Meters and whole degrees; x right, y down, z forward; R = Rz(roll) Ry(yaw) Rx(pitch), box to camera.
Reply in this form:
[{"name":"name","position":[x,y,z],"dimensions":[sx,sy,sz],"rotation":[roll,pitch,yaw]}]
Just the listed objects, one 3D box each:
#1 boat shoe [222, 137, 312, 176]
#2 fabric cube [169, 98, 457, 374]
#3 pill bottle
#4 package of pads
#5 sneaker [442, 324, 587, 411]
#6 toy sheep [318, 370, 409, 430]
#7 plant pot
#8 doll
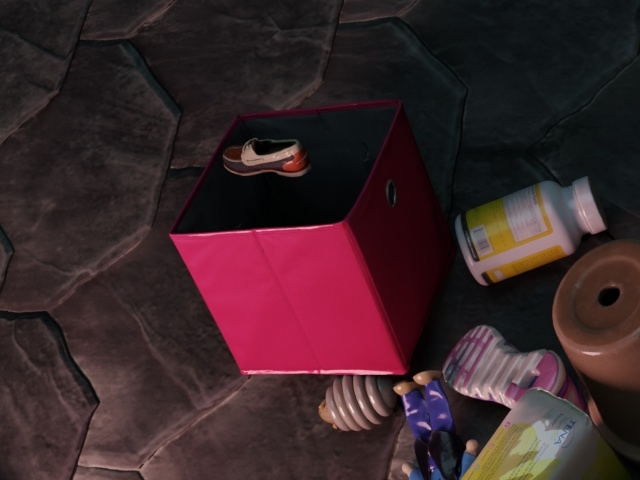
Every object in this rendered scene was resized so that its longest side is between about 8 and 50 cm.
[{"name":"boat shoe","position":[-0.072,-0.109,1.994],"dimensions":[0.137,0.043,0.049],"rotation":[7,48,39]},{"name":"fabric cube","position":[0.000,0.000,2.070],"dimensions":[0.259,0.258,0.254],"rotation":[-3,39,27]},{"name":"pill bottle","position":[0.277,-0.017,2.071],"dimensions":[0.184,0.103,0.103],"rotation":[-21,53,15]},{"name":"package of pads","position":[0.223,0.335,1.795],"dimensions":[0.101,0.229,0.296],"rotation":[30,77,38]},{"name":"sneaker","position":[0.246,0.180,1.976],"dimensions":[0.095,0.104,0.236],"rotation":[-57,29,-8]},{"name":"toy sheep","position":[0.056,0.205,2.065],"dimensions":[0.132,0.091,0.091],"rotation":[-27,51,21]},{"name":"plant pot","position":[0.389,0.114,1.810],"dimensions":[0.263,0.229,0.263],"rotation":[-25,45,28]},{"name":"doll","position":[0.144,0.264,1.983],"dimensions":[0.129,0.046,0.189],"rotation":[-33,64,40]}]
